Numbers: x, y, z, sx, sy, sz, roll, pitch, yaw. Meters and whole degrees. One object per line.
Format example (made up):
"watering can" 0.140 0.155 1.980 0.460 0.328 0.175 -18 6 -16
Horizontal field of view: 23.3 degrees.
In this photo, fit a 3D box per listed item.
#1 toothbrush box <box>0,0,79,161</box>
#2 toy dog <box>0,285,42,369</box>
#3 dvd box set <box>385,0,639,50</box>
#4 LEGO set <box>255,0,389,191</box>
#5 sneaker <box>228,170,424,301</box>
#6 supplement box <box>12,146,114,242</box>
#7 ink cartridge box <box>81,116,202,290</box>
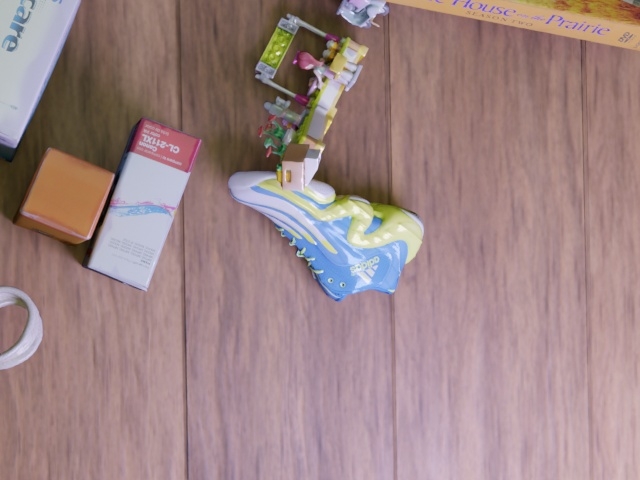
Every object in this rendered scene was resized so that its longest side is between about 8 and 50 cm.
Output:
"toothbrush box" -0.330 -0.209 1.604 0.126 0.295 0.216 23 85 -12
"toy dog" -0.451 0.183 1.670 0.220 0.161 0.333 22 70 -9
"dvd box set" 0.198 -0.402 1.806 0.420 0.062 0.307 10 69 -13
"LEGO set" -0.026 -0.171 1.757 0.107 0.132 0.287 28 61 -6
"sneaker" 0.000 0.000 1.783 0.240 0.091 0.126 15 87 -13
"supplement box" -0.275 -0.042 1.646 0.078 0.233 0.080 22 81 -12
"ink cartridge box" -0.200 -0.039 1.717 0.072 0.127 0.175 21 85 -11
